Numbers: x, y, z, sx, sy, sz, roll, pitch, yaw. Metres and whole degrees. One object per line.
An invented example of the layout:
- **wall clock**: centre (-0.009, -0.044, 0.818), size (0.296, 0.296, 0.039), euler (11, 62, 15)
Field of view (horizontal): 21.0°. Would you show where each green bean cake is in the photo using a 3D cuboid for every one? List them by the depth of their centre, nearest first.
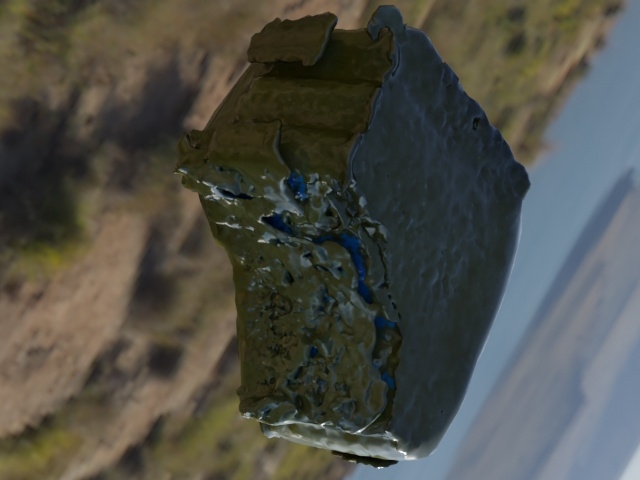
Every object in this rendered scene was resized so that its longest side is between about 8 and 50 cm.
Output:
- **green bean cake**: centre (0.000, 0.000, 1.362), size (0.310, 0.202, 0.285), euler (54, 53, -44)
